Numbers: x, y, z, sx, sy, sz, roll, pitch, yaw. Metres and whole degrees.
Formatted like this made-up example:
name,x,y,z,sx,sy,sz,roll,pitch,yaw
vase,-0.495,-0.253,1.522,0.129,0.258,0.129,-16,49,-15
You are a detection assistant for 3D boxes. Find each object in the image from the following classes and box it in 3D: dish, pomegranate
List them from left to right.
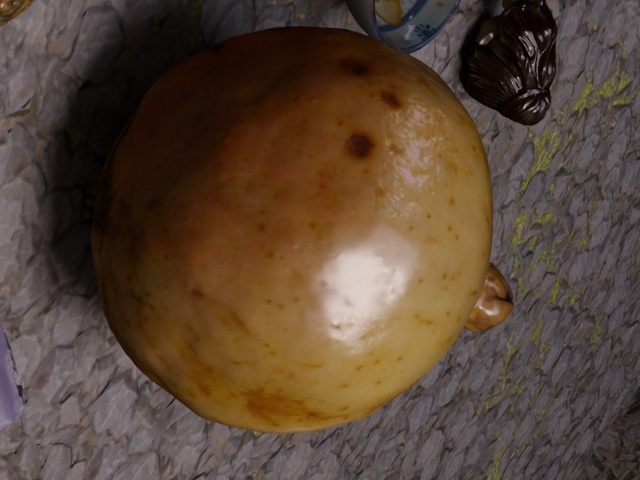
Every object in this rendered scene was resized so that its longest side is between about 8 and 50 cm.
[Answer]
name,x,y,z,sx,sy,sz,roll,pitch,yaw
pomegranate,0.000,0.000,1.456,0.410,0.410,0.410,-41,146,-36
dish,0.085,-0.312,1.662,0.227,0.086,0.236,-60,152,-9

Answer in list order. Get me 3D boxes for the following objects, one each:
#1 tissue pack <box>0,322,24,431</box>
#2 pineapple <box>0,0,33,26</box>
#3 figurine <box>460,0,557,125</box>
name,x,y,z,sx,sy,sz,roll,pitch,yaw
tissue pack,-0.390,0.135,1.188,0.344,0.125,0.242,-43,147,-34
pineapple,-0.271,-0.257,1.078,0.125,0.125,0.251,-51,146,-23
figurine,0.260,-0.304,1.941,0.187,0.168,0.315,-35,153,-60
